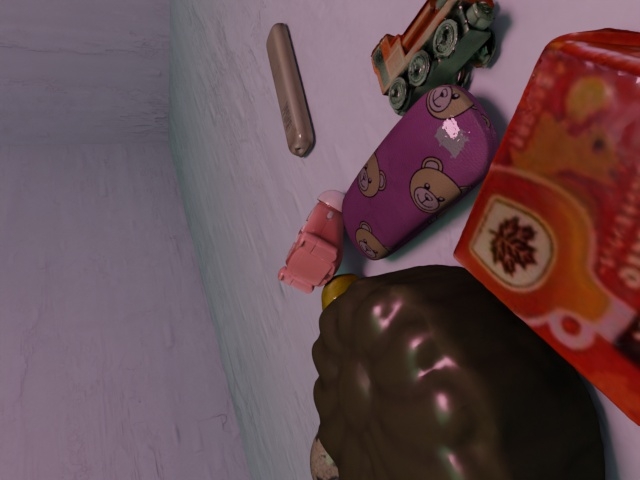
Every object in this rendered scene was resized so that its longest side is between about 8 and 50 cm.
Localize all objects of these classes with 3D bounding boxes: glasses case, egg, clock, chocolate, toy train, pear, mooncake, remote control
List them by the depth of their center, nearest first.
[{"bbox_3d":[0.236,-0.016,0.308,0.235,0.108,0.237,53,140,42],"label":"chocolate"},{"bbox_3d":[0.132,-0.233,0.496,0.176,0.074,0.118,136,125,-61],"label":"toy train"},{"bbox_3d":[0.124,0.210,0.502,0.356,0.194,0.356,30,124,57],"label":"mooncake"},{"bbox_3d":[0.114,-0.072,0.562,0.123,0.076,0.316,63,151,15],"label":"glasses case"},{"bbox_3d":[0.047,0.105,0.755,0.097,0.092,0.092,-55,47,33],"label":"pear"},{"bbox_3d":[0.050,0.405,0.765,0.141,0.141,0.181,39,133,54],"label":"egg"},{"bbox_3d":[0.000,0.000,0.772,0.166,0.093,0.162,-58,9,46],"label":"clock"},{"bbox_3d":[-0.073,-0.337,0.915,0.090,0.038,0.309,-37,64,62],"label":"remote control"}]
